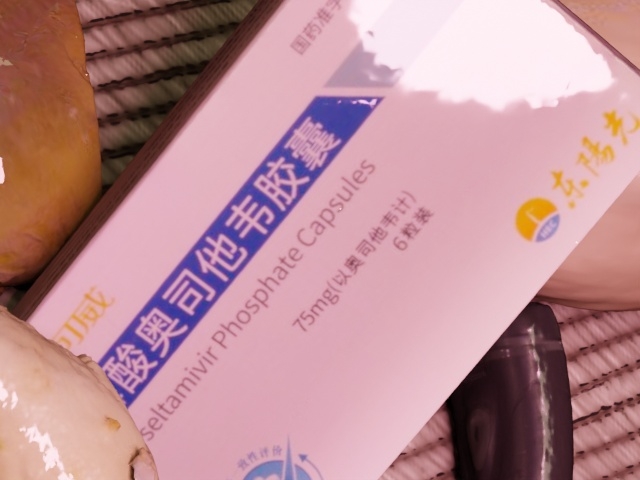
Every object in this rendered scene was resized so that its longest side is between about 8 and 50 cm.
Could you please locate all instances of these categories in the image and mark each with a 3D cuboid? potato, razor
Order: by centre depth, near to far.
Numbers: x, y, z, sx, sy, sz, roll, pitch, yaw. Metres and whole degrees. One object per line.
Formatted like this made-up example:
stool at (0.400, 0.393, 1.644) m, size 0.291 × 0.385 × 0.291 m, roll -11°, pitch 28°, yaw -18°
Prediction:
potato at (-0.198, -0.094, 0.930) m, size 0.138 × 0.098 × 0.243 m, roll -10°, pitch 76°, yaw -28°
razor at (0.111, 0.114, 1.017) m, size 0.054 × 0.090 × 0.148 m, roll 5°, pitch 72°, yaw -24°

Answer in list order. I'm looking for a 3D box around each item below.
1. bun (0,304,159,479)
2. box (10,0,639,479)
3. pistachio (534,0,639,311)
bun at (-0.204, 0.128, 0.805) m, size 0.259 × 0.160 × 0.259 m, roll -2°, pitch 97°, yaw -13°
box at (0.000, 0.000, 0.899) m, size 0.200 × 0.065 × 0.343 m, roll 38°, pitch 97°, yaw -13°
pistachio at (0.152, -0.066, 1.046) m, size 0.331 × 0.208 × 0.226 m, roll 7°, pitch 24°, yaw -11°
